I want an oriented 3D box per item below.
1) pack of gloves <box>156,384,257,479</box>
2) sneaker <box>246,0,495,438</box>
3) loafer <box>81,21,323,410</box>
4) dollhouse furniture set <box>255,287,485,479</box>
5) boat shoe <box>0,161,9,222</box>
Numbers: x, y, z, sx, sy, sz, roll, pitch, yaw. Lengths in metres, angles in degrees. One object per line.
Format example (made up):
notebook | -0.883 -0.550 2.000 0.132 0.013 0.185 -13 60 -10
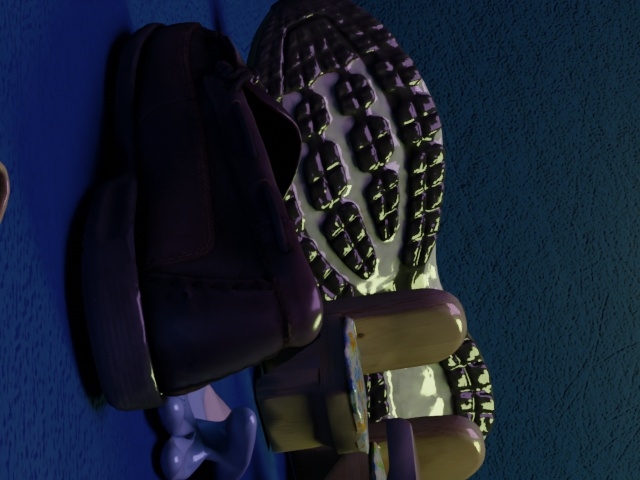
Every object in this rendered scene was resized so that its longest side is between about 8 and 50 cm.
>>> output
pack of gloves | -0.039 0.151 0.971 0.232 0.046 0.195 68 14 -72
sneaker | 0.000 0.000 1.487 0.182 0.158 0.410 31 -41 54
loafer | -0.044 -0.020 0.886 0.302 0.095 0.109 -89 170 -63
dollhouse furniture set | 0.115 0.286 1.333 0.362 0.256 0.394 -94 174 -46
boat shoe | -0.100 0.016 0.408 0.153 0.048 0.056 -87 168 -69
